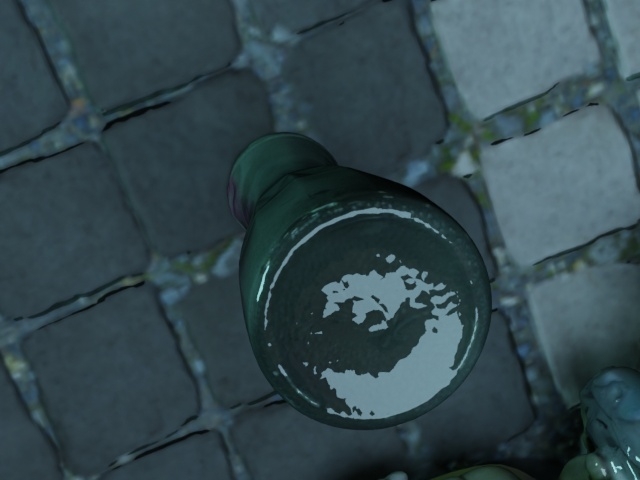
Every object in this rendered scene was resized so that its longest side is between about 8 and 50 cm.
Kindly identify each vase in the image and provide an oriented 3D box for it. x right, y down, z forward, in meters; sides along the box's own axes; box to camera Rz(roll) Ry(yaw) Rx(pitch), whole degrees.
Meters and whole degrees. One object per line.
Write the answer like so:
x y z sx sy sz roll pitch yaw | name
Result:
0.000 0.000 0.556 0.086 0.214 0.086 -3 105 -10 | vase

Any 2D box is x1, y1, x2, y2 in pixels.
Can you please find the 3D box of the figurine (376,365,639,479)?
0.174 0.143 0.674 0.394 0.227 0.274 -26 138 2 | figurine
